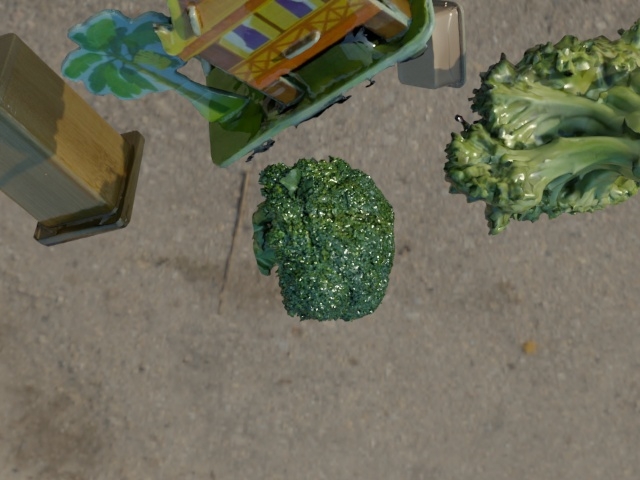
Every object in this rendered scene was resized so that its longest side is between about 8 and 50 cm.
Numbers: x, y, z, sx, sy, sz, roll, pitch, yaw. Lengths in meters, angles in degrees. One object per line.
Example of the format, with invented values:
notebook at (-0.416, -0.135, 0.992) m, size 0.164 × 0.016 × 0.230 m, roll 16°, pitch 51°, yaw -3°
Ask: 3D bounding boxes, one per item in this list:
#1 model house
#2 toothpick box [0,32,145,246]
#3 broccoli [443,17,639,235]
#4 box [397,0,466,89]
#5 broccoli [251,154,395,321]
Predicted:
model house at (-0.115, -0.280, 1.051) m, size 0.358 × 0.242 × 0.313 m, roll -26°, pitch 144°, yaw 34°
toothpick box at (-0.447, -0.158, 1.563) m, size 0.188 × 0.190 × 0.308 m, roll -10°, pitch 145°, yaw 26°
broccoli at (0.385, -0.119, 1.126) m, size 0.397 × 0.353 × 0.275 m, roll -1°, pitch 143°, yaw 36°
box at (0.150, -0.269, 1.385) m, size 0.089 × 0.062 × 0.122 m, roll 21°, pitch 126°, yaw 45°
broccoli at (0.000, 0.000, 1.067) m, size 0.156 × 0.195 × 0.195 m, roll 0°, pitch 133°, yaw 21°
